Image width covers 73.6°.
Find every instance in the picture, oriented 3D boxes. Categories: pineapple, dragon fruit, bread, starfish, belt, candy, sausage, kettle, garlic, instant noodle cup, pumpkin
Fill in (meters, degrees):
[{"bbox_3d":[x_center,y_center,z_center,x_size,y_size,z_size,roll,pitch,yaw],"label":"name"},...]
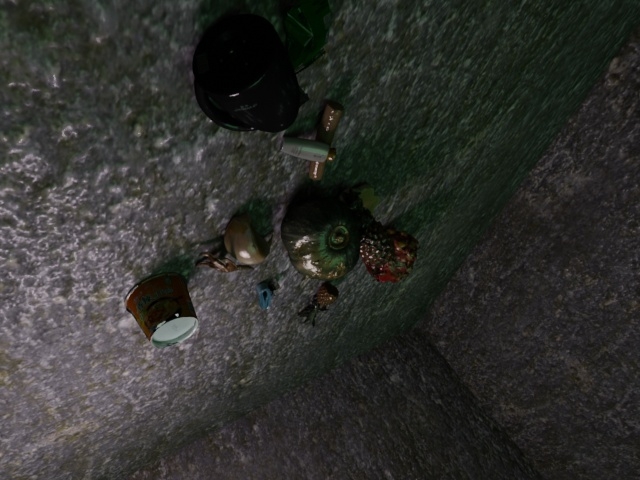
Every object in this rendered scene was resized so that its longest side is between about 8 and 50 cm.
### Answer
[{"bbox_3d":[-0.014,0.356,2.329,0.277,0.119,0.130,-55,166,30],"label":"pineapple"},{"bbox_3d":[0.369,0.067,2.224,0.269,0.250,0.291,16,129,-34],"label":"dragon fruit"},{"bbox_3d":[0.128,-0.124,1.869,0.315,0.054,0.316,-27,149,-19],"label":"bread"},{"bbox_3d":[-0.341,0.094,1.567,0.237,0.057,0.213,18,163,-31],"label":"starfish"},{"bbox_3d":[-0.245,0.253,1.983,0.099,0.065,0.179,-16,147,-20],"label":"belt"},{"bbox_3d":[-0.033,-0.529,1.102,0.141,0.078,0.203,-29,155,-15],"label":"candy"},{"bbox_3d":[0.011,-0.327,1.444,0.065,0.066,0.301,-18,144,-33],"label":"sausage"},{"bbox_3d":[-0.180,-0.372,1.074,0.268,0.208,0.290,-13,164,13],"label":"kettle"},{"bbox_3d":[-0.257,0.007,1.574,0.164,0.145,0.245,-67,156,-13],"label":"garlic"},{"bbox_3d":[0.184,-0.052,1.763,0.175,0.175,0.361,-36,116,-5],"label":"pineapple"},{"bbox_3d":[-0.549,0.257,1.522,0.230,0.182,0.230,-28,150,-18],"label":"instant noodle cup"},{"bbox_3d":[0.000,0.000,1.644,0.291,0.257,0.328,-18,105,-26],"label":"pumpkin"}]

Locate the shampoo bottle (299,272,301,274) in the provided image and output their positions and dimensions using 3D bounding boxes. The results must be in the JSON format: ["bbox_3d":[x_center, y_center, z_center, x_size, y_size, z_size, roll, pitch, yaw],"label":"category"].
[{"bbox_3d":[0.042,0.022,1.854,0.350,0.084,0.126,-27,139,-17],"label":"shampoo bottle"}]

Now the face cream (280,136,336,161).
[{"bbox_3d":[-0.038,-0.294,1.385,0.182,0.051,0.072,8,139,-21],"label":"face cream"}]
